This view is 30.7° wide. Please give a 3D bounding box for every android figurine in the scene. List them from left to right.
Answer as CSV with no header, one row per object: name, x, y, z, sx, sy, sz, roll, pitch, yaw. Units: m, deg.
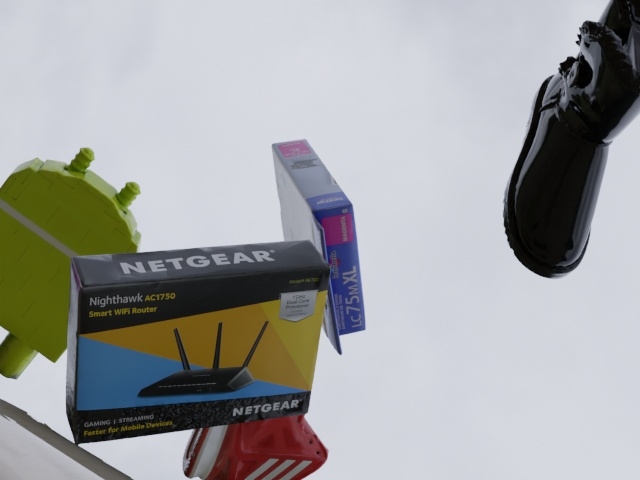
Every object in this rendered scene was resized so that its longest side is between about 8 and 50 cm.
android figurine,-0.311,0.021,1.298,0.248,0.056,0.273,36,-77,-12

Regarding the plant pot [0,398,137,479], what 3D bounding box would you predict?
plant pot,-0.111,0.204,0.393,0.305,0.333,0.334,25,-60,49

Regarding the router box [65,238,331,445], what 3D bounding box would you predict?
router box,-0.090,0.071,0.833,0.046,0.178,0.133,-127,-142,-53

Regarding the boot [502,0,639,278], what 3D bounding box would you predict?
boot,0.264,-0.107,1.148,0.207,0.094,0.246,118,-13,-65

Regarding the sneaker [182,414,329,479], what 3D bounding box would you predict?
sneaker,-0.039,0.150,1.152,0.221,0.128,0.087,-65,-167,-7

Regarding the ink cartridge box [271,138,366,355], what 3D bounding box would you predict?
ink cartridge box,0.000,0.000,1.549,0.311,0.065,0.186,-116,-163,-64
